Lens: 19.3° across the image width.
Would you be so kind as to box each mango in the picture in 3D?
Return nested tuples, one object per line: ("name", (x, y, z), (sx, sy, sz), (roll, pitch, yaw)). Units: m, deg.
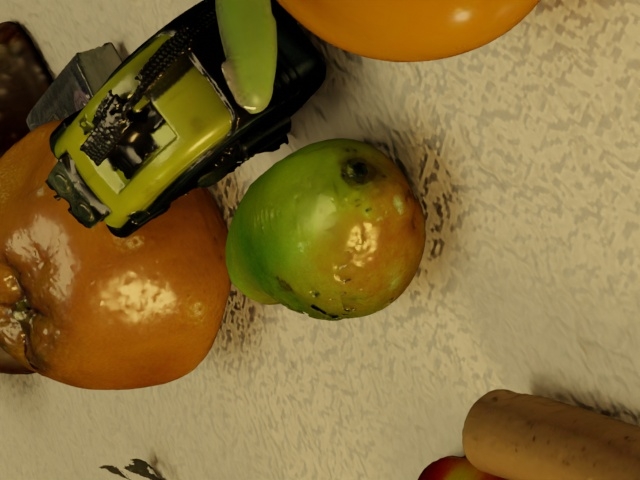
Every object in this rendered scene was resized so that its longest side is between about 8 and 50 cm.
("mango", (0.000, 0.000, 1.323), (0.233, 0.111, 0.125), (-39, 67, 62))

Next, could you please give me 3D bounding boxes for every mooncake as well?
("mooncake", (-0.210, 0.103, 1.762), (0.150, 0.057, 0.347), (50, 154, 45))

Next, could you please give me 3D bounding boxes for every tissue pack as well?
("tissue pack", (-0.204, -0.095, 1.695), (0.112, 0.051, 0.156), (64, 151, 7))

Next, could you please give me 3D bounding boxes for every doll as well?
("doll", (0.023, -0.195, 1.035), (0.213, 0.236, 0.213), (31, 131, 43))

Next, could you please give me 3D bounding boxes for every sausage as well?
("sausage", (0.190, 0.146, 1.108), (0.301, 0.065, 0.066), (19, 122, 54))

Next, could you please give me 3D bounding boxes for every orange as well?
("orange", (-0.184, 0.026, 1.568), (0.249, 0.183, 0.249), (31, 148, 22))

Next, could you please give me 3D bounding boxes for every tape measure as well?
("tape measure", (-0.086, -0.095, 1.340), (0.112, 0.199, 0.186), (51, 146, 2))

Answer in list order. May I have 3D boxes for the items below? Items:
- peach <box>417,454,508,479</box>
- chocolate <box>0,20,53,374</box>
("peach", (0.103, 0.274, 1.338), (0.189, 0.068, 0.279), (36, 136, 51))
("chocolate", (-0.353, -0.025, 1.838), (0.225, 0.210, 0.340), (-14, 94, 60))
